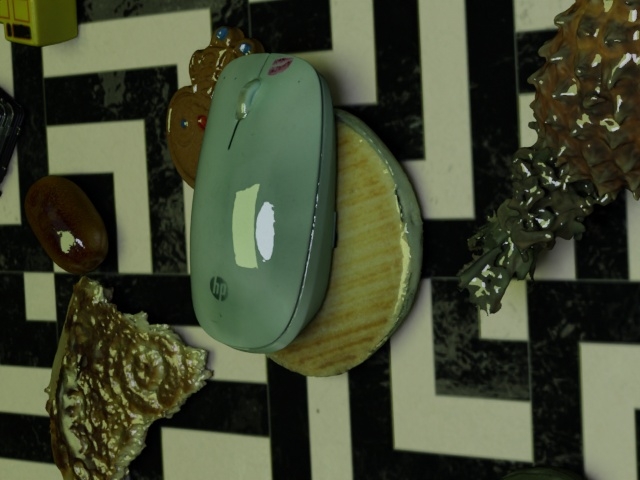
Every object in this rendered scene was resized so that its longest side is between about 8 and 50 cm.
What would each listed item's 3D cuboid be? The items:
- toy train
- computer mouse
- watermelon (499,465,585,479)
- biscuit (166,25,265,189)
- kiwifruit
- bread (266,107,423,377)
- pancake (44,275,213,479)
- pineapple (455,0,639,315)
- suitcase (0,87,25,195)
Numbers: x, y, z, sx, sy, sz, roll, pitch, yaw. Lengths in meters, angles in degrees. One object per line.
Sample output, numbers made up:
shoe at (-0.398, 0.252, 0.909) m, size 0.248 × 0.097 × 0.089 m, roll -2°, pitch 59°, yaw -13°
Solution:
toy train at (-0.342, -0.285, 2.113) m, size 0.219 × 0.089 × 0.127 m, roll 14°, pitch 113°, yaw 40°
computer mouse at (-0.067, -0.035, 1.820) m, size 0.159 × 0.097 × 0.288 m, roll 7°, pitch 99°, yaw 44°
watermelon at (0.194, 0.237, 1.672) m, size 0.111 × 0.078 × 0.078 m, roll -4°, pitch 91°, yaw 45°
biscuit at (-0.109, -0.133, 1.951) m, size 0.124 × 0.026 × 0.175 m, roll 34°, pitch 116°, yaw 35°
kiwifruit at (-0.279, -0.018, 2.089) m, size 0.124 × 0.075 × 0.075 m, roll 50°, pitch 124°, yaw 24°
bread at (0.000, 0.000, 1.852) m, size 0.267 × 0.040 × 0.267 m, roll 4°, pitch 96°, yaw 42°
pancake at (-0.205, 0.164, 2.065) m, size 0.244 × 0.057 × 0.266 m, roll -9°, pitch 92°, yaw 34°
pineapple at (0.228, -0.085, 1.571) m, size 0.175 × 0.175 × 0.361 m, roll 55°, pitch 140°, yaw 25°
suitcase at (-0.395, -0.120, 2.197) m, size 0.086 × 0.059 × 0.126 m, roll 39°, pitch 117°, yaw 32°
